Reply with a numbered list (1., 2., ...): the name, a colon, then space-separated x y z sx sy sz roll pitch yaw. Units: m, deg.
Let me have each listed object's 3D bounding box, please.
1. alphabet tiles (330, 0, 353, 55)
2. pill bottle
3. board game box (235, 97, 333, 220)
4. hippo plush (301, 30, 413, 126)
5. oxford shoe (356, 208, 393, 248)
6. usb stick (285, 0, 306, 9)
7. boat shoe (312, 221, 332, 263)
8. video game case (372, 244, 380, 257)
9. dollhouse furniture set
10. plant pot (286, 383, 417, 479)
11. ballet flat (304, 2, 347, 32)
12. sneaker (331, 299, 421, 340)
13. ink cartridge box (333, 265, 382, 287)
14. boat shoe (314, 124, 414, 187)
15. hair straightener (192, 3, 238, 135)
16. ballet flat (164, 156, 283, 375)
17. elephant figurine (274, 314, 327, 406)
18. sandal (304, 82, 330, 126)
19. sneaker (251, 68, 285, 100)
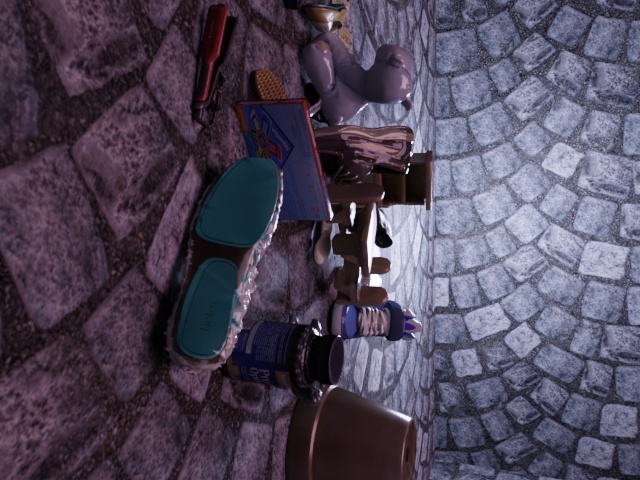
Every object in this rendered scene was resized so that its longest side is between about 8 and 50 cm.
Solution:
1. alphabet tiles: 0.062 -0.614 1.747 0.198 0.009 0.237 -3 95 -70
2. pill bottle: -0.072 0.219 1.168 0.123 0.219 0.122 3 90 -70
3. board game box: -0.070 -0.158 1.241 0.027 0.145 0.281 -67 152 -46
4. hippo plush: 0.101 -0.411 1.486 0.234 0.237 0.294 59 34 -33
5. oxford shoe: 0.172 -0.078 1.999 0.096 0.083 0.227 -84 152 -42
6. usb stick: -0.026 -0.630 1.449 0.278 0.045 0.077 -64 150 -48
7. boat shoe: 0.000 0.000 1.595 0.049 0.043 0.137 21 68 -32
8. video game case: 0.164 0.081 2.079 0.193 0.023 0.212 64 34 -53
9. dollhouse furniture set: 0.177 -0.074 1.670 0.394 0.257 0.362 -76 163 -50
10. plant pot: 0.098 0.540 1.586 0.323 0.281 0.323 1 90 -70
11. ballet flat: 0.019 -0.565 1.541 0.232 0.080 0.073 -44 143 -61
12. sneaker: 0.184 0.242 1.842 0.323 0.236 0.130 18 76 -70
13. ink cartridge box: 0.115 0.121 1.832 0.181 0.104 0.061 44 51 -64
14. boat shoe: 0.070 -0.193 1.397 0.132 0.356 0.130 174 -91 -66
15. hair straightener: -0.178 -0.292 1.070 0.089 0.047 0.230 25 69 -68
16. ballet flat: -0.174 0.040 1.054 0.147 0.147 0.408 62 39 -54
17. elephant figurine: -0.038 0.251 1.307 0.169 0.186 0.239 -58 168 -15
18. sandal: -0.002 -0.342 1.573 0.179 0.040 0.067 43 45 -46
19. sneaker: -0.106 -0.261 1.262 0.070 0.084 0.185 -26 95 -40
